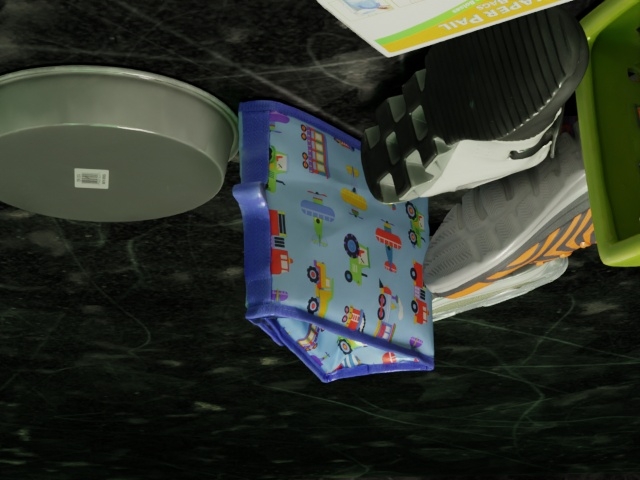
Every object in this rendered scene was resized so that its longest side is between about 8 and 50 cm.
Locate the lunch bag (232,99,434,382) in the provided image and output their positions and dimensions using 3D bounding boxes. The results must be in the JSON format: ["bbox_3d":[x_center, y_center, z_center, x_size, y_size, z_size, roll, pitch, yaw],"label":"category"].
[{"bbox_3d":[0.000,0.000,1.378,0.138,0.221,0.293,-10,158,24],"label":"lunch bag"}]

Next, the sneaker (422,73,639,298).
[{"bbox_3d":[0.264,-0.009,1.334,0.321,0.124,0.180,-35,121,25],"label":"sneaker"}]

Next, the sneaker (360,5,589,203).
[{"bbox_3d":[0.166,-0.126,1.223,0.146,0.122,0.330,-5,168,-24],"label":"sneaker"}]

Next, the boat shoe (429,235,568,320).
[{"bbox_3d":[0.140,0.047,1.674,0.320,0.118,0.103,-17,151,22],"label":"boat shoe"}]

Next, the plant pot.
[{"bbox_3d":[0.360,-0.107,1.109,0.207,0.228,0.227,4,162,-26],"label":"plant pot"}]

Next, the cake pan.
[{"bbox_3d":[-0.224,-0.087,1.375,0.293,0.054,0.293,0,160,0],"label":"cake pan"}]

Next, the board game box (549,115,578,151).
[{"bbox_3d":[0.379,-0.074,1.453,0.347,0.056,0.208,-1,164,-1],"label":"board game box"}]

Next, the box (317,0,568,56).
[{"bbox_3d":[0.106,-0.220,0.942,0.203,0.114,0.103,-14,156,29],"label":"box"}]
